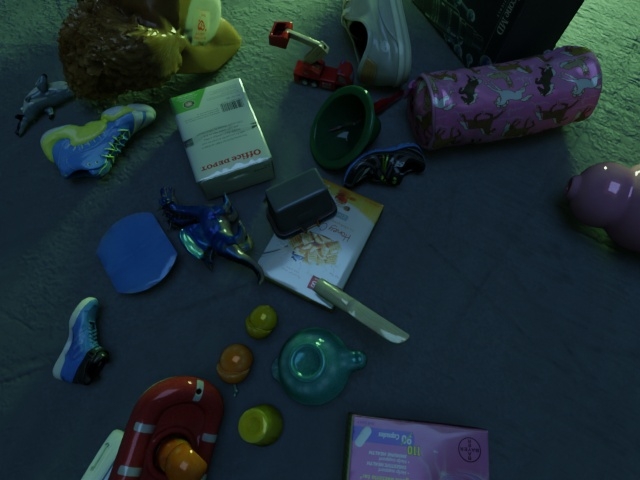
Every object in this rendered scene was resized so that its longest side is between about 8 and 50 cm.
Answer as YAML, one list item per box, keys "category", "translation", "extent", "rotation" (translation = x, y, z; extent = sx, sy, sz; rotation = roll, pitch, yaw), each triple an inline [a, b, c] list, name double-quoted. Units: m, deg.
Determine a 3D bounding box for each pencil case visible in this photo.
- category: "pencil case"
  translation: [0.382, -0.305, 0.920]
  extent: [0.386, 0.160, 0.167]
  rotation: [-12, 37, -5]

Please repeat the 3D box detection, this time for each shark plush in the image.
- category: "shark plush"
  translation: [-0.628, -0.303, 0.964]
  extent: [0.067, 0.073, 0.161]
  rotation: [39, 66, -19]

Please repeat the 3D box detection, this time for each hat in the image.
- category: "hat"
  translation: [0.107, -0.238, 0.959]
  extent: [0.208, 0.183, 0.173]
  rotation: [-47, 55, 28]

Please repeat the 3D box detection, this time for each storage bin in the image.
- category: "storage bin"
  translation: [-0.039, -0.070, 0.812]
  extent: [0.135, 0.091, 0.098]
  rotation: [-26, 68, -5]

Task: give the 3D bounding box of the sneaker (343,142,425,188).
- category: "sneaker"
  translation: [0.137, -0.150, 0.905]
  extent: [0.188, 0.067, 0.078]
  rotation: [-18, 65, -10]

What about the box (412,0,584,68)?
- category: "box"
  translation: [0.385, -0.620, 0.964]
  extent: [0.212, 0.293, 0.395]
  rotation: [-27, 72, -10]

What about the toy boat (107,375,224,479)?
- category: "toy boat"
  translation: [-0.222, 0.330, 0.658]
  extent: [0.151, 0.151, 0.231]
  rotation: [26, 67, -33]

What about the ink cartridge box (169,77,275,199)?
- category: "ink cartridge box"
  translation: [-0.207, -0.216, 0.912]
  extent: [0.160, 0.092, 0.219]
  rotation: [-19, 71, -7]

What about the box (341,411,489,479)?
- category: "box"
  translation: [0.140, 0.410, 0.670]
  extent: [0.213, 0.117, 0.243]
  rotation: [7, 70, 2]

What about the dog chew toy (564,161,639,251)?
- category: "dog chew toy"
  translation: [0.648, -0.058, 0.814]
  extent: [0.331, 0.207, 0.207]
  rotation: [18, 70, 14]

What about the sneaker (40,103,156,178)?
- category: "sneaker"
  translation: [-0.457, -0.202, 0.921]
  extent: [0.240, 0.091, 0.126]
  rotation: [-23, 90, -9]

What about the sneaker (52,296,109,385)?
- category: "sneaker"
  translation: [-0.415, 0.184, 0.777]
  extent: [0.084, 0.058, 0.152]
  rotation: [12, 74, 10]

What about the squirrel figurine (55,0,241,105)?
- category: "squirrel figurine"
  translation: [-0.428, -0.494, 0.927]
  extent: [0.370, 0.281, 0.397]
  rotation: [23, 68, 15]

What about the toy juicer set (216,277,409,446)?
- category: "toy juicer set"
  translation: [-0.033, 0.191, 0.770]
  extent: [0.329, 0.089, 0.209]
  rotation: [-35, 65, -3]

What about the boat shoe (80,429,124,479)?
- category: "boat shoe"
  translation: [-0.370, 0.422, 0.689]
  extent: [0.075, 0.083, 0.226]
  rotation: [21, 58, 18]

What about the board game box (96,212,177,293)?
- category: "board game box"
  translation: [-0.361, 0.028, 0.854]
  extent: [0.133, 0.033, 0.169]
  rotation: [-36, 69, -8]

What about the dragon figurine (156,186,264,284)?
- category: "dragon figurine"
  translation: [-0.214, 0.001, 0.832]
  extent: [0.144, 0.085, 0.289]
  rotation: [-30, 69, -6]

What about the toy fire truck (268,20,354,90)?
- category: "toy fire truck"
  translation: [-0.014, -0.409, 0.964]
  extent: [0.192, 0.135, 0.047]
  rotation: [15, 70, 5]

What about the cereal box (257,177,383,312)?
- category: "cereal box"
  translation: [0.000, 0.000, 0.858]
  extent: [0.173, 0.047, 0.240]
  rotation: [25, 71, 10]

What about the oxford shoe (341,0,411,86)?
- category: "oxford shoe"
  translation: [0.109, -0.565, 1.014]
  extent: [0.130, 0.169, 0.449]
  rotation: [-8, 75, -2]
